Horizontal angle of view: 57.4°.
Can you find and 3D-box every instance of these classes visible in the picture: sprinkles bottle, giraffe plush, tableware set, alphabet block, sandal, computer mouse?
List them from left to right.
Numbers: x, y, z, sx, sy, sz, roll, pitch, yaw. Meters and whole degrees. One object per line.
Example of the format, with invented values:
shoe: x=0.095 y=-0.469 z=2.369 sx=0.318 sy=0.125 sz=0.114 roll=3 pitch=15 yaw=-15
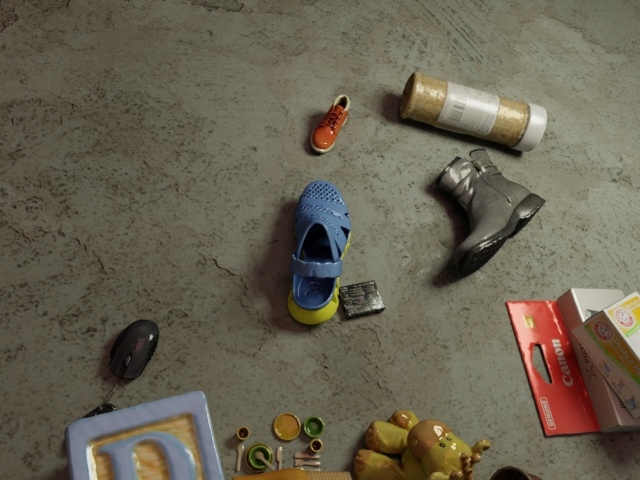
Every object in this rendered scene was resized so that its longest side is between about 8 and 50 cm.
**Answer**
computer mouse: x=-0.345 y=0.236 z=0.987 sx=0.071 sy=0.041 sz=0.242 roll=22 pitch=57 yaw=-2
alphabet block: x=-0.248 y=0.354 z=0.846 sx=0.194 sy=0.197 sz=0.192 roll=-8 pitch=62 yaw=-19
tableware set: x=-0.068 y=0.345 z=1.004 sx=0.154 sy=0.024 sz=0.104 roll=7 pitch=57 yaw=-11
sandal: x=0.000 y=0.000 z=1.164 sx=0.126 sy=0.138 sz=0.317 roll=1 pitch=56 yaw=1
giraffe plush: x=0.180 y=0.367 z=0.969 sx=0.210 sy=0.170 sz=0.181 roll=31 pitch=56 yaw=5
sprinkles bottle: x=0.385 y=-0.326 z=1.485 sx=0.356 sy=0.121 sz=0.121 roll=14 pitch=56 yaw=-6

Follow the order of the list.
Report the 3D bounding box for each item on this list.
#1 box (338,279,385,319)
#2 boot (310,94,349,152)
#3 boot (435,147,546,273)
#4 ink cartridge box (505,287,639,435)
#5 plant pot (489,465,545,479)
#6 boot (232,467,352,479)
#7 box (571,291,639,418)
box: x=0.082 y=0.120 z=1.188 sx=0.083 sy=0.018 sz=0.067 roll=-10 pitch=62 yaw=-20
boot: x=0.024 y=-0.278 z=1.382 sx=0.059 sy=0.084 sz=0.157 roll=26 pitch=57 yaw=0
boot: x=0.344 y=-0.074 z=1.337 sx=0.223 sy=0.118 sz=0.338 roll=43 pitch=47 yaw=16
ink cartridge box: x=0.552 y=0.244 z=1.211 sx=0.261 sy=0.066 sz=0.296 roll=2 pitch=58 yaw=-15
plant pot: x=0.383 y=0.474 z=0.972 sx=0.165 sy=0.167 sz=0.166 roll=14 pitch=56 yaw=-15
boot: x=-0.039 y=0.499 z=0.881 sx=0.211 sy=0.104 sz=0.295 roll=-3 pitch=55 yaw=-11
box: x=0.614 y=0.221 z=1.139 sx=0.114 sy=0.103 sz=0.203 roll=-18 pitch=66 yaw=-26
